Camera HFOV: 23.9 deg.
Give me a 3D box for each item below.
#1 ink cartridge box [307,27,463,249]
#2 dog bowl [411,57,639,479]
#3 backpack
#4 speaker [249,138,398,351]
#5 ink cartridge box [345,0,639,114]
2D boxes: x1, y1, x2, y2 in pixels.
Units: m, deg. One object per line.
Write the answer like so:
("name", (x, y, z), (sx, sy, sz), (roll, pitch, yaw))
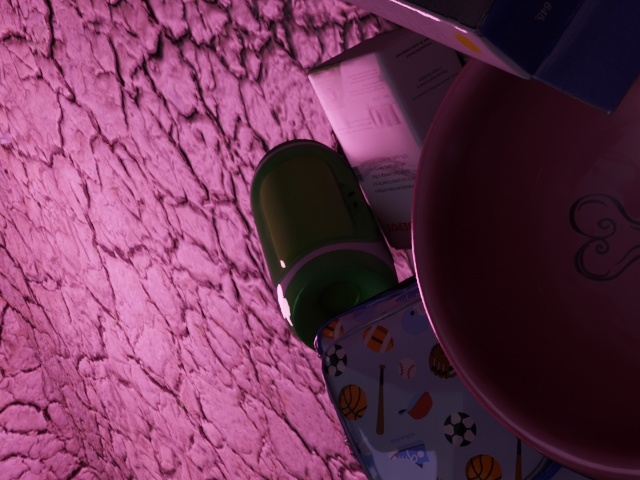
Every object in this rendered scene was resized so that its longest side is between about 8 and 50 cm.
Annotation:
("ink cartridge box", (0.094, -0.102, 1.515), (0.153, 0.087, 0.208), (-4, 115, 61))
("dog bowl", (0.242, -0.012, 1.038), (0.408, 0.150, 0.408), (0, 90, 32))
("backpack", (0.144, 0.143, 1.295), (0.276, 0.213, 0.263), (-28, 86, 26))
("speaker", (0.000, 0.000, 1.624), (0.296, 0.131, 0.131), (-109, 4, -59))
("ink cartridge box", (0.153, -0.271, 1.025), (0.307, 0.304, 0.072), (31, 177, 46))
